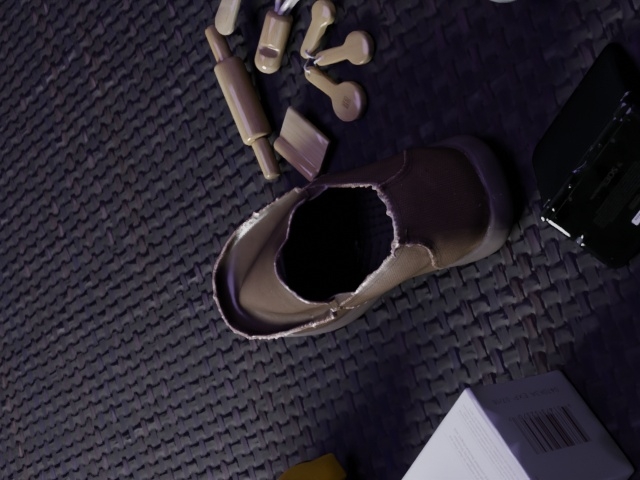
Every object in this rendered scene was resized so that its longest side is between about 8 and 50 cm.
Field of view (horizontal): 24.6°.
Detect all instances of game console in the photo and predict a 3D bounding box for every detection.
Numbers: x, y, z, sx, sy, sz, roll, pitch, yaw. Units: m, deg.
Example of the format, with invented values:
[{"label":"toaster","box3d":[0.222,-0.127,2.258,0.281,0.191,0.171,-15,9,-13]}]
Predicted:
[{"label":"game console","box3d":[0.214,-0.061,1.069,0.107,0.071,0.122,36,130,7]}]

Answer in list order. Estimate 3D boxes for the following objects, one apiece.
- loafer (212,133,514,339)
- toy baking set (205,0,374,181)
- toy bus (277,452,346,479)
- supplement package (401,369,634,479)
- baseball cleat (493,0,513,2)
[{"label":"loafer","box3d":[0.000,0.000,1.252,0.366,0.130,0.133,-30,76,50]},{"label":"toy baking set","box3d":[-0.032,-0.183,1.358,0.197,0.030,0.256,-38,72,42]},{"label":"toy bus","box3d":[-0.023,0.335,1.345,0.211,0.149,0.220,50,131,17]},{"label":"supplement package","box3d":[0.136,0.200,1.135,0.105,0.105,0.179,56,134,31]},{"label":"baseball cleat","box3d":[0.110,-0.266,1.140,0.109,0.072,0.205,140,121,-63]}]
